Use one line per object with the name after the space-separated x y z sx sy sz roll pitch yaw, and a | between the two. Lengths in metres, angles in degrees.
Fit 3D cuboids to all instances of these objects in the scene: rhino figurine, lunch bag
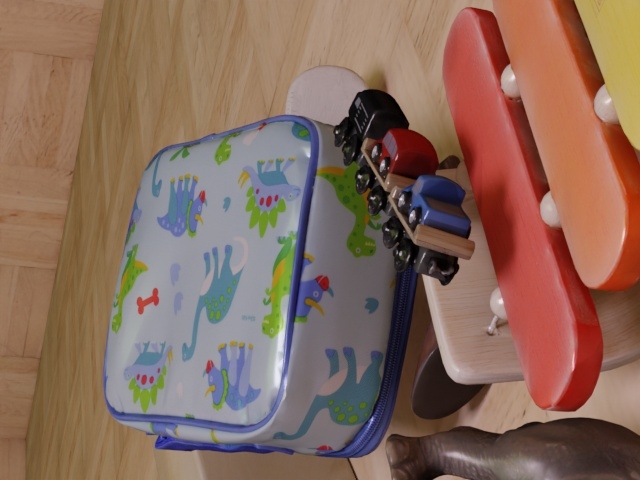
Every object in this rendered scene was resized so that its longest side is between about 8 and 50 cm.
0.094 0.158 0.479 0.073 0.106 0.243 71 -174 -47 | rhino figurine
-0.037 0.031 0.799 0.219 0.090 0.176 -8 71 58 | lunch bag

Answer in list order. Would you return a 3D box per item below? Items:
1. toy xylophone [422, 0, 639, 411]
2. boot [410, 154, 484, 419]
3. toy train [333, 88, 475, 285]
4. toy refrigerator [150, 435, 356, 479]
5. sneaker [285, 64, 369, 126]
0.114 -0.102 0.527 0.236 0.081 0.323 -104 24 -51 | toy xylophone
0.061 0.021 0.754 0.106 0.037 0.114 -64 25 19 | boot
0.033 -0.027 0.590 0.158 0.027 0.036 -112 42 -63 | toy train
-0.049 0.156 0.984 0.269 0.102 0.094 -118 37 -62 | toy refrigerator
0.000 0.000 0.947 0.094 0.080 0.212 110 169 -79 | sneaker
